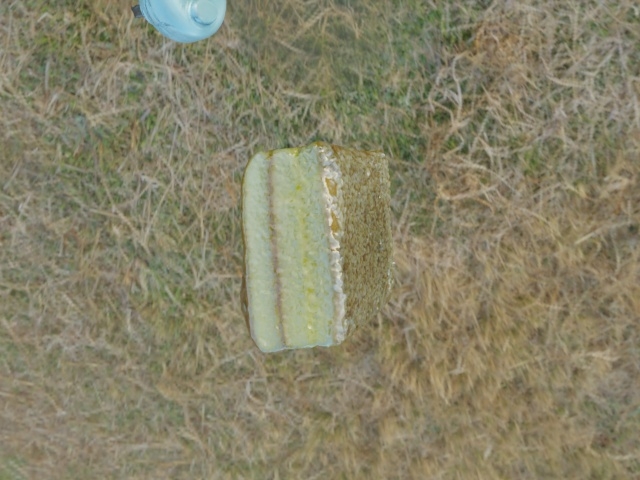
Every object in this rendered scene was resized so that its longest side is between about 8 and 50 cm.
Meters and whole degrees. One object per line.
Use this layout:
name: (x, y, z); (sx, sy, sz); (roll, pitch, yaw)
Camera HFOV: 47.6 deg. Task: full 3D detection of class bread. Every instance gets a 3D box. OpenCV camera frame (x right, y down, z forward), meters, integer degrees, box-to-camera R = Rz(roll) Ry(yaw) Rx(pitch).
bread: (0.000, 0.000, 0.725); (0.110, 0.234, 0.184); (-2, 94, 18)

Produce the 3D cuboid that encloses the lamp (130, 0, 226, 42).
lamp: (-0.195, -0.427, 1.020); (0.209, 0.147, 0.284); (-13, 118, -52)
